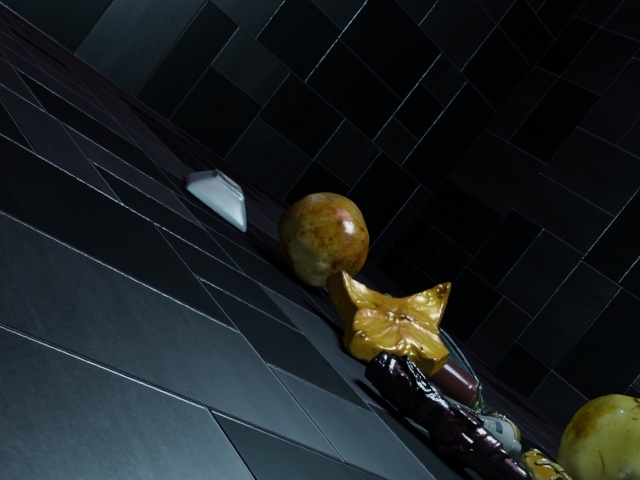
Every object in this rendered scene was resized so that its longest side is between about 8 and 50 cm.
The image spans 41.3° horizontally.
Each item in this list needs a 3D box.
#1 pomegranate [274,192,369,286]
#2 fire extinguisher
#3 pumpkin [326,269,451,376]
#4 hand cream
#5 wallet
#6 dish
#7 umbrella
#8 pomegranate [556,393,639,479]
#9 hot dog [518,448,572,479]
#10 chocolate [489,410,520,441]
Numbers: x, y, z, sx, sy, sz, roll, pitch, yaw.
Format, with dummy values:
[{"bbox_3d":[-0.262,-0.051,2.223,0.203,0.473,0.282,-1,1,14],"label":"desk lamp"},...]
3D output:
[{"bbox_3d":[0.000,0.000,2.024,0.248,0.248,0.248,38,4,-3],"label":"pomegranate"},{"bbox_3d":[0.261,0.295,1.826,0.269,0.105,0.105,38,4,4],"label":"fire extinguisher"},{"bbox_3d":[0.161,0.169,1.741,0.290,0.095,0.258,10,33,-17],"label":"pumpkin"},{"bbox_3d":[0.249,0.338,1.626,0.340,0.078,0.124,28,8,-19],"label":"hand cream"},{"bbox_3d":[0.283,0.278,2.213,0.342,0.075,0.237,33,23,-52],"label":"wallet"},{"bbox_3d":[-0.248,-0.120,2.147,0.182,0.080,0.243,37,4,-14],"label":"dish"},{"bbox_3d":[0.209,0.301,1.403,0.326,0.090,0.094,40,1,16],"label":"umbrella"},{"bbox_3d":[0.679,0.496,1.836,0.332,0.333,0.332,38,4,-3],"label":"pomegranate"},{"bbox_3d":[0.464,0.488,1.681,0.109,0.072,0.269,35,3,-6],"label":"hot dog"},{"bbox_3d":[0.391,0.420,1.814,0.085,0.086,0.219,40,1,25],"label":"chocolate"}]
